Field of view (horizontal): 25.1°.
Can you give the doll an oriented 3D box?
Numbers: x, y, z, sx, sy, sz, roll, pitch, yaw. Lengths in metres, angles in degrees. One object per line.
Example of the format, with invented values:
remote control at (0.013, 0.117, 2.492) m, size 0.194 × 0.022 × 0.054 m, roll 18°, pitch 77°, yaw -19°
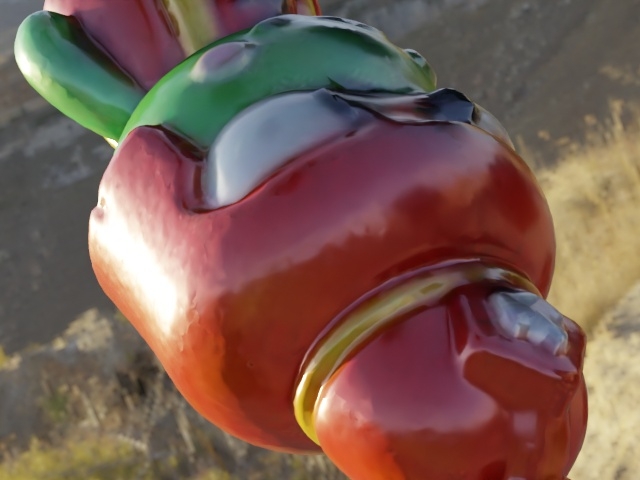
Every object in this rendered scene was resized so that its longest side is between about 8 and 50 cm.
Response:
doll at (0.000, -0.001, 0.594) m, size 0.183 × 0.160 × 0.363 m, roll 1°, pitch 36°, yaw -38°
